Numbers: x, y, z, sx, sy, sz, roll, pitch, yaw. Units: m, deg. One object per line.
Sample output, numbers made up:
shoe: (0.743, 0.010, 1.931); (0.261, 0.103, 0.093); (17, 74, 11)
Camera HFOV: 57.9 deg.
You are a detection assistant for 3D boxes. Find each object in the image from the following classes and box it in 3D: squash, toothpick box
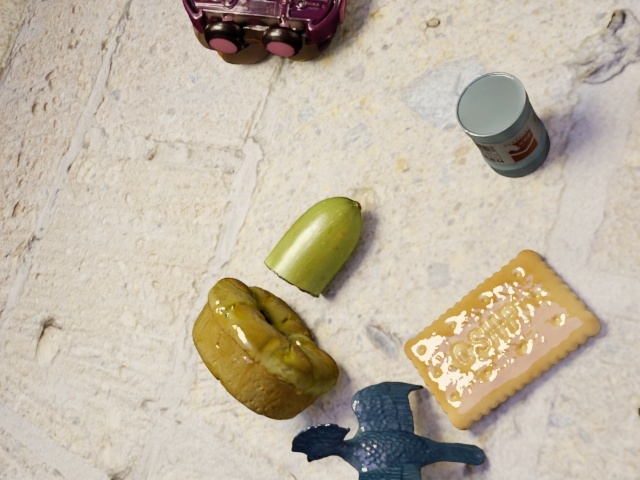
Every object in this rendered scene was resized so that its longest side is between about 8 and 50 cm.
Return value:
squash: (0.000, 0.000, 1.004); (0.187, 0.123, 0.123); (-51, 54, 9)
toothpick box: (0.273, -0.166, 0.856); (0.101, 0.153, 0.101); (-12, 68, 30)

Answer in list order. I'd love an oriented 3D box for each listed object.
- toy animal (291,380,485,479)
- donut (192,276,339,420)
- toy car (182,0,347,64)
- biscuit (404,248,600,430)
toy animal: (0.096, 0.294, 0.788); (0.255, 0.176, 0.239); (-12, 47, 4)
donut: (-0.103, 0.174, 0.956); (0.128, 0.208, 0.261); (-53, 49, 8)
toy car: (-0.109, -0.478, 1.200); (0.340, 0.240, 0.271); (9, 79, 7)
biscuit: (0.251, 0.139, 0.832); (0.249, 0.030, 0.160); (-40, 55, 12)
